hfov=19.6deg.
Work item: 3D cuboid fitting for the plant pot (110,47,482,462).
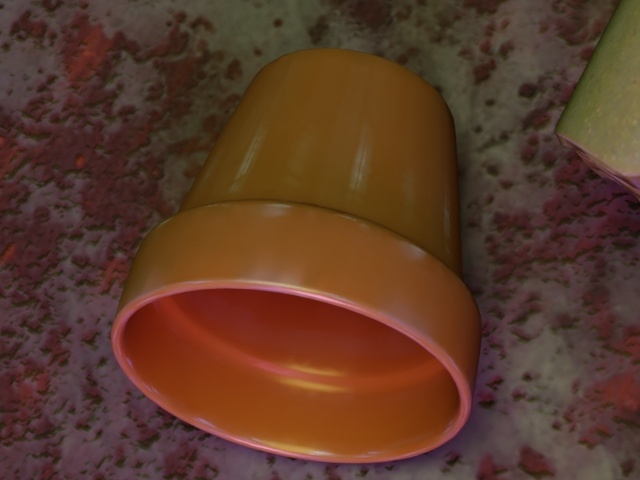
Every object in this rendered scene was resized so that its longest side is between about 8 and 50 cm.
[{"bbox_3d":[0.000,0.000,1.072,0.205,0.205,0.188,4,58,15],"label":"plant pot"}]

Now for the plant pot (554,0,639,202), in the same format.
[{"bbox_3d":[0.270,-0.112,1.016,0.276,0.276,0.254,36,96,21],"label":"plant pot"}]
